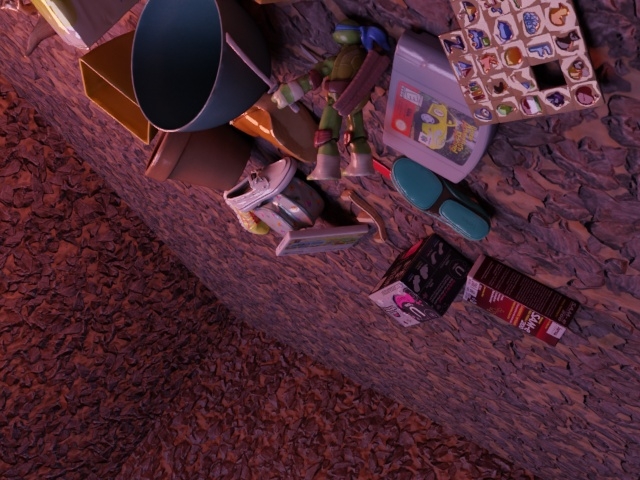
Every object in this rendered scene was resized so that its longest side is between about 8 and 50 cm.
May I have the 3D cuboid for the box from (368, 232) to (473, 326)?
[{"bbox_3d":[0.252,0.112,1.555,0.142,0.163,0.247,39,161,-1],"label":"box"}]

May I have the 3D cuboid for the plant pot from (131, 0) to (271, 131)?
[{"bbox_3d":[-0.212,-0.353,1.208,0.290,0.291,0.195,20,-165,40],"label":"plant pot"}]

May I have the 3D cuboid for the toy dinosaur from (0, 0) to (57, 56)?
[{"bbox_3d":[-0.579,-0.544,1.342,0.127,0.296,0.200,-13,165,43],"label":"toy dinosaur"}]

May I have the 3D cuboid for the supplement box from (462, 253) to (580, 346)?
[{"bbox_3d":[0.457,0.140,1.407,0.239,0.073,0.130,28,158,21],"label":"supplement box"}]

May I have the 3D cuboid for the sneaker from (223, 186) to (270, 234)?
[{"bbox_3d":[-0.238,-0.096,2.051,0.208,0.081,0.094,47,156,-25],"label":"sneaker"}]

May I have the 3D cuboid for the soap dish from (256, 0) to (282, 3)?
[{"bbox_3d":[-0.139,-0.500,0.872,0.290,0.118,0.229,36,152,3],"label":"soap dish"}]

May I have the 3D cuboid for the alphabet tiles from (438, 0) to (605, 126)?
[{"bbox_3d":[0.259,-0.272,0.837,0.198,0.009,0.237,0,130,47],"label":"alphabet tiles"}]

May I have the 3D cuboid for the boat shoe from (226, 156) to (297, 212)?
[{"bbox_3d":[-0.161,-0.152,1.627,0.075,0.226,0.083,29,-146,-39],"label":"boat shoe"}]

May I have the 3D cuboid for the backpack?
[{"bbox_3d":[-0.085,-0.095,1.704,0.166,0.144,0.188,42,150,-19],"label":"backpack"}]

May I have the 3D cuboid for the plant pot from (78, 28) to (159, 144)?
[{"bbox_3d":[-0.466,-0.413,1.568,0.212,0.187,0.212,38,160,-6],"label":"plant pot"}]

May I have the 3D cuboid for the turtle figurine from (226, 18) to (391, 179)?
[{"bbox_3d":[0.003,-0.246,1.097,0.274,0.267,0.198,-2,-171,14],"label":"turtle figurine"}]

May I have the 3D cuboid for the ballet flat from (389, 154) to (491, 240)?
[{"bbox_3d":[0.241,-0.089,1.248,0.247,0.083,0.087,37,-164,-5],"label":"ballet flat"}]

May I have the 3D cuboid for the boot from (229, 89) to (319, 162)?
[{"bbox_3d":[-0.122,-0.278,1.442,0.295,0.104,0.211,44,165,-4],"label":"boot"}]

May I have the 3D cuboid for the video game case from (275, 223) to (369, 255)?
[{"bbox_3d":[0.000,0.000,1.722,0.226,0.026,0.206,-5,167,-15],"label":"video game case"}]

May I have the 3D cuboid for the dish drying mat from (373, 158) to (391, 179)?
[{"bbox_3d":[0.132,-0.166,1.370,0.083,0.008,0.032,36,160,3],"label":"dish drying mat"}]

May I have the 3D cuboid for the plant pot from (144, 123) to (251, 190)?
[{"bbox_3d":[-0.324,-0.246,1.665,0.229,0.263,0.263,26,165,-21],"label":"plant pot"}]

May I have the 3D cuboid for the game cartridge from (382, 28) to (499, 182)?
[{"bbox_3d":[0.210,-0.217,1.062,0.196,0.060,0.294,28,159,13],"label":"game cartridge"}]

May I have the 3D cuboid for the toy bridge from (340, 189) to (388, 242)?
[{"bbox_3d":[0.125,-0.062,1.589,0.063,0.026,0.188,7,145,50],"label":"toy bridge"}]

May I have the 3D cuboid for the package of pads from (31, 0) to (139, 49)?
[{"bbox_3d":[-0.508,-0.569,1.227,0.101,0.229,0.297,21,155,39],"label":"package of pads"}]
